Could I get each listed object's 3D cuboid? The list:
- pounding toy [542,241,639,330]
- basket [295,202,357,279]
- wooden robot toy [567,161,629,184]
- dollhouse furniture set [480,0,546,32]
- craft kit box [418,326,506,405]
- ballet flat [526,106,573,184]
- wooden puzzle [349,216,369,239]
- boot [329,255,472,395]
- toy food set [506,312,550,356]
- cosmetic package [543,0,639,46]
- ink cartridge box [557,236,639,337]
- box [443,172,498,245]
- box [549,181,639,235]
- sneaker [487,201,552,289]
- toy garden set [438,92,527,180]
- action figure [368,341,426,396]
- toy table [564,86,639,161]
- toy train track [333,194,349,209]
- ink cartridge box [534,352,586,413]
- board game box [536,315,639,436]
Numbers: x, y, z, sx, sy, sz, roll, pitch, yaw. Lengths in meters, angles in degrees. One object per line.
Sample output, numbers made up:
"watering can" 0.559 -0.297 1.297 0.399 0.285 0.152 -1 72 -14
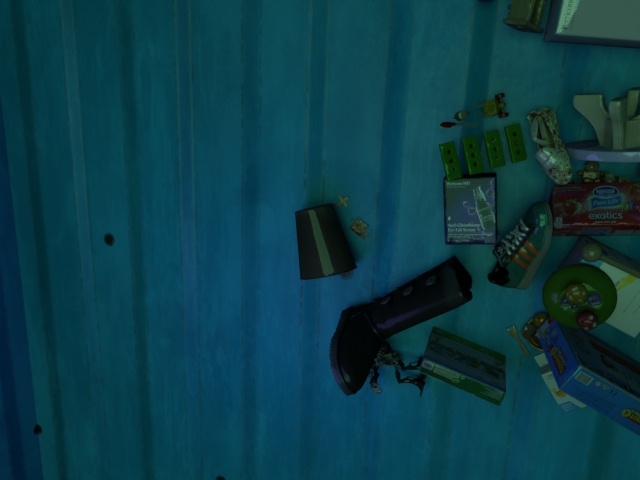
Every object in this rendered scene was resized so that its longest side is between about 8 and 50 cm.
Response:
"pounding toy" 0.695 0.142 1.343 0.183 0.110 0.237 35 114 9
"basket" 0.000 0.000 1.722 0.204 0.154 0.227 -11 95 25
"wooden robot toy" 0.771 -0.191 1.448 0.173 0.076 0.079 4 93 18
"dollhouse furniture set" 0.516 -0.652 1.411 0.183 0.129 0.129 25 112 38
"craft kit box" 0.444 0.380 1.601 0.249 0.246 0.061 22 112 14
"ballet flat" 0.623 -0.262 1.427 0.091 0.077 0.241 128 141 -59
"wooden puzzle" 0.132 -0.044 1.738 0.083 0.006 0.049 40 112 6
"boot" 0.256 0.255 1.586 0.445 0.367 0.146 -26 117 23
"toy food set" 0.696 0.288 1.602 0.192 0.038 0.132 -32 91 23
"cosmetic package" 0.776 -0.587 1.285 0.365 0.155 0.197 7 106 10
"ink cartridge box" 0.808 0.122 1.451 0.232 0.171 0.168 30 111 11
"box" 0.453 -0.096 1.558 0.153 0.108 0.207 -2 103 20
"box" 0.771 -0.083 1.421 0.256 0.128 0.123 -1 77 20
"sneaker" 0.572 0.021 1.495 0.121 0.108 0.302 3 125 -3
"toy garden set" 0.455 -0.301 1.498 0.244 0.049 0.204 -15 97 -5
"action figure" 0.224 0.426 1.749 0.275 0.141 0.164 15 119 14
"toy table" 0.780 -0.298 1.334 0.274 0.252 0.161 5 114 30
"toy train track" 0.061 -0.122 1.740 0.083 0.014 0.048 -38 89 24
"ink cartridge box" 0.756 0.431 1.603 0.104 0.061 0.181 -31 91 23
"board game box" 0.780 0.372 1.428 0.308 0.302 0.086 30 111 1
